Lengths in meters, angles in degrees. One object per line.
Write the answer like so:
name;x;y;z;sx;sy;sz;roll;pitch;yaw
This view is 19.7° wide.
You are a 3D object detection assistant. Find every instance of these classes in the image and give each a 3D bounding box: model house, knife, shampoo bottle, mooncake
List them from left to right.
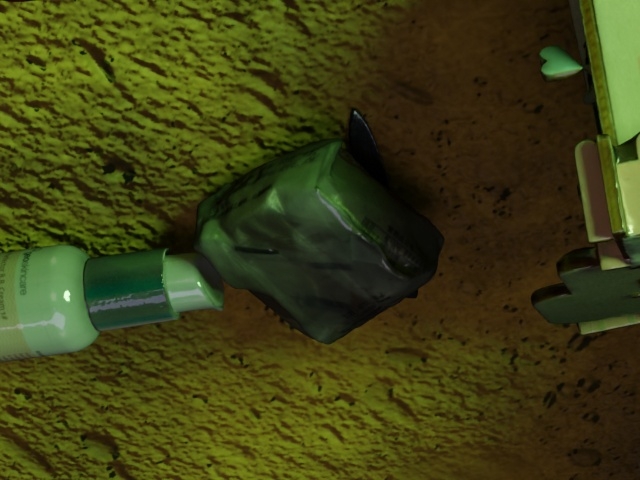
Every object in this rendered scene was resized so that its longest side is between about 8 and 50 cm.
shampoo bottle;-0.163;0.038;1.225;0.192;0.074;0.074;-8;134;11
mooncake;0.000;0.000;1.179;0.125;0.073;0.130;-25;122;38
knife;0.040;-0.021;1.207;0.023;0.010;0.170;-12;132;6
model house;0.185;-0.087;0.983;0.169;0.244;0.326;-8;168;14
